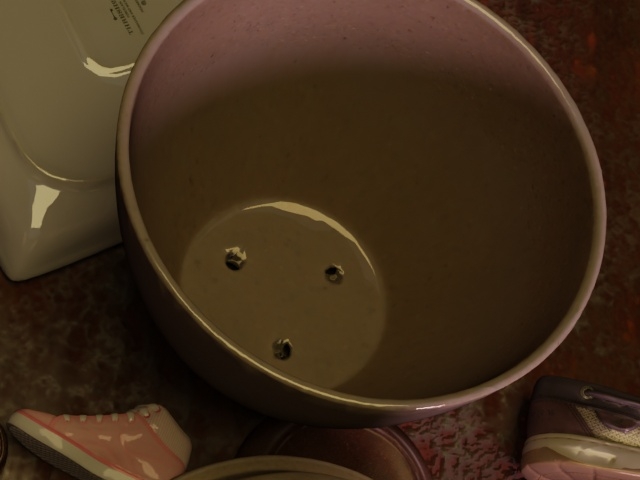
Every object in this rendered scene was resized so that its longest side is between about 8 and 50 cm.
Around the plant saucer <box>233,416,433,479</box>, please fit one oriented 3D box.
[{"bbox_3d":[0.014,0.196,1.088,0.169,0.029,0.168,6,67,-15],"label":"plant saucer"}]

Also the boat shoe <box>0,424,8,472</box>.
[{"bbox_3d":[-0.309,0.153,0.978,0.207,0.073,0.073,-10,71,-23],"label":"boat shoe"}]

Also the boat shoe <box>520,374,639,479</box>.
[{"bbox_3d":[0.297,0.161,1.154,0.285,0.103,0.092,8,71,-8],"label":"boat shoe"}]

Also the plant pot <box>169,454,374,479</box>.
[{"bbox_3d":[0.015,0.278,0.875,0.334,0.305,0.333,5,74,-17],"label":"plant pot"}]

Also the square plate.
[{"bbox_3d":[-0.161,-0.180,1.179,0.344,0.049,0.347,-23,77,-24],"label":"square plate"}]

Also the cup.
[{"bbox_3d":[0.000,0.000,1.044,0.331,0.237,0.331,8,63,-15],"label":"cup"}]

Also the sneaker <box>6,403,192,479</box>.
[{"bbox_3d":[-0.153,0.138,1.045,0.134,0.051,0.070,30,67,-12],"label":"sneaker"}]
